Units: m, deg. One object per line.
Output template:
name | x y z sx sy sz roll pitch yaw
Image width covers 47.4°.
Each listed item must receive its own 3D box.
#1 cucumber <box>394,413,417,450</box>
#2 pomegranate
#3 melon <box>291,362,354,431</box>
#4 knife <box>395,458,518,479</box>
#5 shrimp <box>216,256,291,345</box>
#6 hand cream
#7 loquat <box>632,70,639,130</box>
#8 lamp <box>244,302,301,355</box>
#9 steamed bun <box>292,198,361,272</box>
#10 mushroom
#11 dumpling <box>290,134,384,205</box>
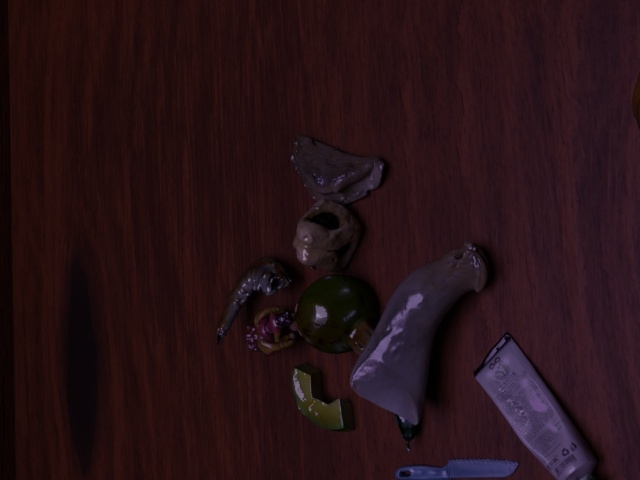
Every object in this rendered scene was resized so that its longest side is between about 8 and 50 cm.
cucumber | 0.187 0.345 1.641 0.056 0.056 0.250 -20 73 41
pomegranate | 0.035 0.199 1.719 0.190 0.159 0.241 -38 66 38
melon | 0.001 0.399 1.809 0.209 0.064 0.118 26 101 38
knife | 0.286 0.494 1.569 0.313 0.019 0.044 -17 74 39
shrimp | -0.192 0.133 1.950 0.287 0.068 0.185 -39 27 22
hand cream | 0.423 0.344 1.421 0.121 0.076 0.336 -51 50 23
loquat | 0.607 -0.233 1.154 0.193 0.238 0.238 28 107 48
lamp | -0.101 0.217 1.851 0.253 0.118 0.118 -38 63 52
steamed bun | 0.000 0.000 1.741 0.141 0.155 0.172 29 114 20
mushroom | 0.215 0.173 1.549 0.177 0.126 0.397 26 99 19
dumpling | 0.010 -0.161 1.810 0.332 0.086 0.166 23 101 46
